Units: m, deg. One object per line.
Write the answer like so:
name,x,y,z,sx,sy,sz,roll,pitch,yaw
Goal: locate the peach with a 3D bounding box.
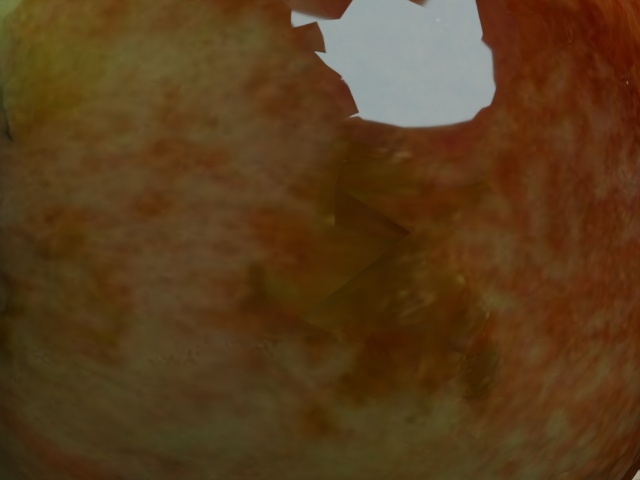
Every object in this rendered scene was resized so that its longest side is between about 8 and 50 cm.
peach,0.000,0.000,0.482,0.257,0.232,0.232,5,56,-38
